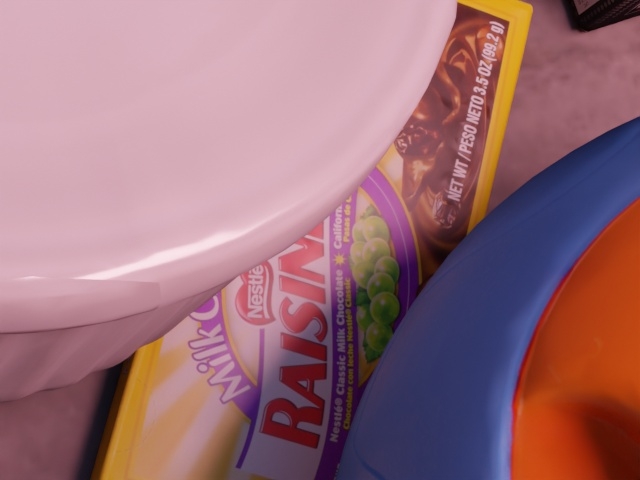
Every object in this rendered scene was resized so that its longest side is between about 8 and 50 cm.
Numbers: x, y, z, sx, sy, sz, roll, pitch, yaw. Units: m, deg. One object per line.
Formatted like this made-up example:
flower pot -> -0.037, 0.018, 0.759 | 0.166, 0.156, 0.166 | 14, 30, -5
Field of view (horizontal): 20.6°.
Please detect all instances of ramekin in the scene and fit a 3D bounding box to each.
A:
ramekin -> -0.110, -0.078, 0.486 | 0.272, 0.127, 0.273 | 9, 60, -16

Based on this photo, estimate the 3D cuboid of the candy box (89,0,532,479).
candy box -> 0.000, 0.000, 0.590 | 0.105, 0.027, 0.206 | 17, 75, -10

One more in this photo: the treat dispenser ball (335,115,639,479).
treat dispenser ball -> 0.145, 0.098, 0.480 | 0.288, 0.288, 0.288 | 3, 79, -17

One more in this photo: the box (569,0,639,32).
box -> 0.219, -0.158, 0.560 | 0.216, 0.270, 0.060 | -18, 85, -20
